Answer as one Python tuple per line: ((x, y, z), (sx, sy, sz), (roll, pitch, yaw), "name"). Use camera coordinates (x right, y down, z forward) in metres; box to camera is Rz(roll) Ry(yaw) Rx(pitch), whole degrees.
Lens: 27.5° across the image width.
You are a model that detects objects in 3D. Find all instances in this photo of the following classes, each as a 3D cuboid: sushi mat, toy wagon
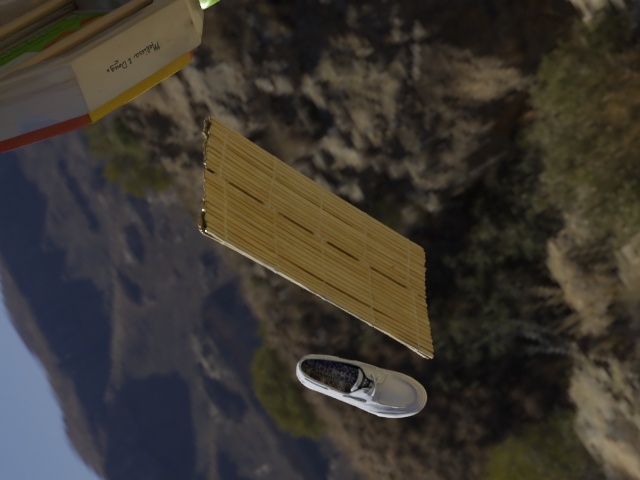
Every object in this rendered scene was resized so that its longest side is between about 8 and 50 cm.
((0.000, 0.000, 1.337), (0.316, 0.019, 0.151), (31, -137, -32), "sushi mat")
((-0.244, -0.151, 1.020), (0.344, 0.267, 0.068), (8, 127, 45), "toy wagon")

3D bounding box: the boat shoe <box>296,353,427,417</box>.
((0.055, 0.193, 1.784), (0.184, 0.066, 0.063), (21, 172, 8), "boat shoe")
